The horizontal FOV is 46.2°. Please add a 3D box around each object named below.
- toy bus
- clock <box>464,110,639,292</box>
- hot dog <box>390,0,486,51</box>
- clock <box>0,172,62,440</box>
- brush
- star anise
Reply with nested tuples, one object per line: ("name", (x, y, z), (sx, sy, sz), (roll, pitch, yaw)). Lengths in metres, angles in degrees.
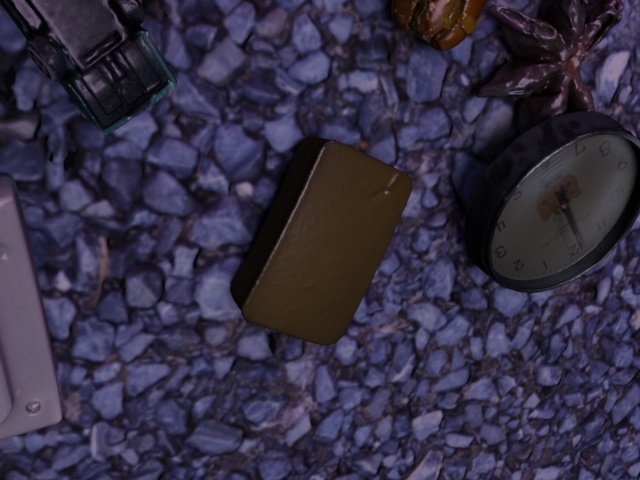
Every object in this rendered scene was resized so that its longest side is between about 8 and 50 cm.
("toy bus", (-0.212, -0.203, 0.548), (0.091, 0.109, 0.261), (-38, 122, -12))
("clock", (0.270, -0.036, 0.848), (0.226, 0.049, 0.226), (-14, 130, -17))
("hot dog", (0.137, -0.318, 0.711), (0.115, 0.072, 0.268), (10, 103, -21))
("clock", (-0.348, 0.083, 0.576), (0.262, 0.116, 0.231), (-12, 113, -22))
("brush", (0.000, 0.000, 0.756), (0.123, 0.059, 0.197), (22, 97, -34))
("star anise", (0.250, -0.189, 0.814), (0.172, 0.063, 0.207), (2, 107, -26))
